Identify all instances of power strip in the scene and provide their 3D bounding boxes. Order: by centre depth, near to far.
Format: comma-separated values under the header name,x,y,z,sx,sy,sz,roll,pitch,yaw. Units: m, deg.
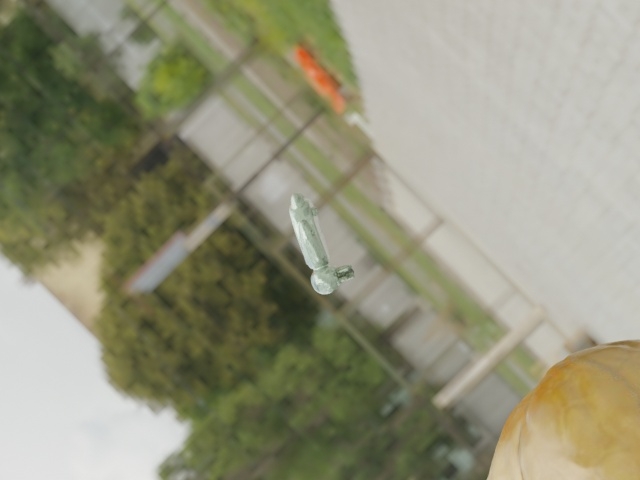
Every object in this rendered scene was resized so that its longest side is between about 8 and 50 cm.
name,x,y,z,sx,sy,sz,roll,pitch,yaw
power strip,0.000,0.000,1.431,0.055,0.035,0.083,-19,-89,-85

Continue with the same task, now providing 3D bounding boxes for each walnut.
name,x,y,z,sx,sy,sz,roll,pitch,yaw
walnut,0.154,0.130,0.729,0.206,0.159,0.159,49,-178,25
